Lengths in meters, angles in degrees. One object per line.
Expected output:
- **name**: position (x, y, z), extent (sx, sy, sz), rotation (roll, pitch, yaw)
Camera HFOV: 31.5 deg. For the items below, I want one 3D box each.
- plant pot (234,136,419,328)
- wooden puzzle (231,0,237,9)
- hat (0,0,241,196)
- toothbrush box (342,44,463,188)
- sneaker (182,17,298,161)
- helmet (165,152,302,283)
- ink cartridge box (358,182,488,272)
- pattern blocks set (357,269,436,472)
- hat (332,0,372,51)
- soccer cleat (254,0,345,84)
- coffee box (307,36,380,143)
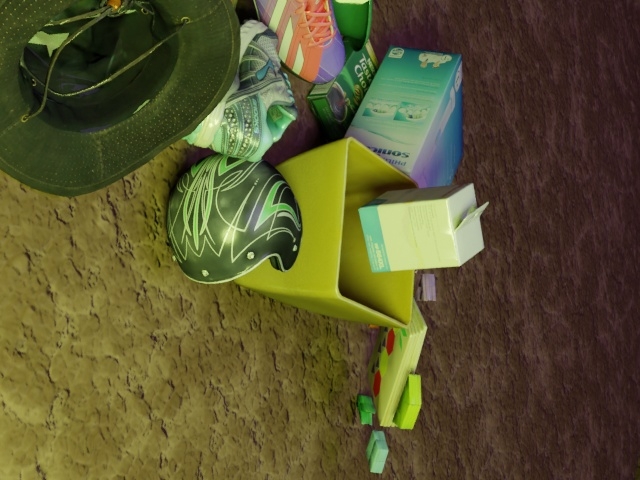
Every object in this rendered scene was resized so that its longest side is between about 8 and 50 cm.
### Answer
- **plant pot**: position (0.000, 0.000, 1.543), extent (0.212, 0.187, 0.212), rotation (28, 62, -56)
- **wooden puzzle**: position (-0.157, -0.395, 1.468), extent (0.221, 0.044, 0.238), rotation (34, 58, -53)
- **hat**: position (-0.249, -0.207, 1.182), extent (0.331, 0.134, 0.331), rotation (-28, 147, -21)
- **toothbrush box**: position (0.130, -0.130, 1.786), extent (0.216, 0.126, 0.295), rotation (82, 24, -45)
- **sneaker**: position (-0.087, -0.178, 1.427), extent (0.122, 0.110, 0.283), rotation (28, 35, -5)
- **helmet**: position (-0.110, -0.026, 1.391), extent (0.161, 0.170, 0.169), rotation (21, 68, -62)
- **ink cartridge box**: position (0.139, -0.017, 1.452), extent (0.092, 0.143, 0.089), rotation (-30, 112, -57)
- **pattern blocks set**: position (0.111, 0.163, 1.659), extent (0.285, 0.026, 0.324), rotation (-97, -160, -50)
- **hat**: position (-0.028, -0.363, 1.707), extent (0.208, 0.184, 0.172), rotation (-147, -128, -77)
- **soccer cleat**: position (-0.031, -0.329, 1.512), extent (0.108, 0.116, 0.318), rotation (-51, 133, -24)
- **coffee box**: position (0.046, -0.235, 1.793), extent (0.113, 0.040, 0.184), rotation (65, 36, -32)
